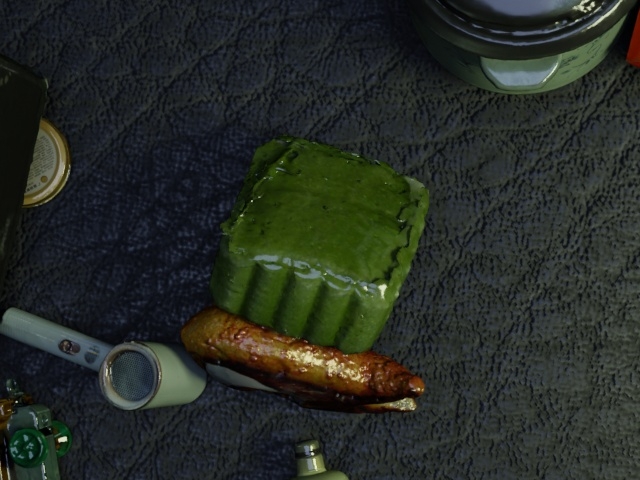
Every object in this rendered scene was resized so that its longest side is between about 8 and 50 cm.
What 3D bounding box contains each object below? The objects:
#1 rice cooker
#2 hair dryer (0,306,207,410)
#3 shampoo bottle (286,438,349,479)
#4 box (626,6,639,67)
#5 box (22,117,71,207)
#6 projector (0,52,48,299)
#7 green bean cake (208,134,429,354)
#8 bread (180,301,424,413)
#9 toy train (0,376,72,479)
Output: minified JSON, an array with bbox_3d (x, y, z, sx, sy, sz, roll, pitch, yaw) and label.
[{"bbox_3d":[0.206,-0.294,1.630,0.264,0.316,0.316,2,88,7],"label":"rice cooker"},{"bbox_3d":[-0.250,0.124,1.734,0.236,0.131,0.073,15,92,21],"label":"hair dryer"},{"bbox_3d":[-0.001,0.296,1.727,0.079,0.079,0.162,-11,88,0],"label":"shampoo bottle"},{"bbox_3d":[0.440,-0.219,1.704,0.245,0.035,0.139,14,89,-30],"label":"box"},{"bbox_3d":[-0.330,-0.088,1.766,0.106,0.037,0.105,0,88,2],"label":"box"},{"bbox_3d":[-0.534,-0.048,1.653,0.405,0.242,0.395,13,91,11],"label":"projector"},{"bbox_3d":[0.000,0.000,1.677,0.200,0.113,0.214,17,46,1],"label":"green bean cake"},{"bbox_3d":[-0.019,0.128,1.707,0.269,0.139,0.095,10,76,-5],"label":"bread"},{"bbox_3d":[-0.340,0.264,1.731,0.136,0.091,0.227,-8,89,11],"label":"toy train"}]
